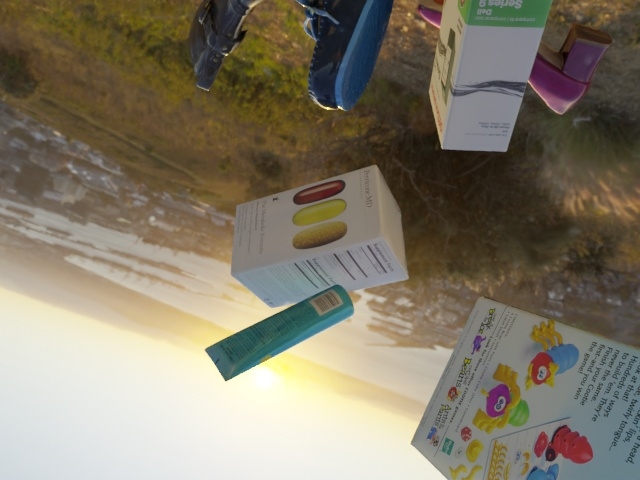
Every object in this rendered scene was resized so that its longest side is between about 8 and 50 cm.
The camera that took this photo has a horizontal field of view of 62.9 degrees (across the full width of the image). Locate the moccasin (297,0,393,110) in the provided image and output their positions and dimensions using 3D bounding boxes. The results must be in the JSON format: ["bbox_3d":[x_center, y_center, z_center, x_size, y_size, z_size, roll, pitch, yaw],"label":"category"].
[{"bbox_3d":[0.032,-0.314,0.672,0.116,0.342,0.138,13,157,10],"label":"moccasin"}]

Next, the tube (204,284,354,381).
[{"bbox_3d":[-0.051,0.124,0.719,0.080,0.207,0.052,26,134,56],"label":"tube"}]

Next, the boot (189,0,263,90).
[{"bbox_3d":[-0.112,-0.357,0.681,0.091,0.263,0.229,17,154,-28],"label":"boot"}]

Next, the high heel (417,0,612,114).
[{"bbox_3d":[0.362,-0.367,1.055,0.377,0.127,0.181,20,142,7],"label":"high heel"}]

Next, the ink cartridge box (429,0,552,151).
[{"bbox_3d":[0.270,-0.323,0.875,0.121,0.211,0.289,2,134,2],"label":"ink cartridge box"}]

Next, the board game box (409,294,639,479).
[{"bbox_3d":[0.206,0.152,0.337,0.142,0.144,0.275,28,177,-19],"label":"board game box"}]

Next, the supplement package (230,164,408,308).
[{"bbox_3d":[0.000,0.000,0.829,0.244,0.139,0.134,-15,145,19],"label":"supplement package"}]
